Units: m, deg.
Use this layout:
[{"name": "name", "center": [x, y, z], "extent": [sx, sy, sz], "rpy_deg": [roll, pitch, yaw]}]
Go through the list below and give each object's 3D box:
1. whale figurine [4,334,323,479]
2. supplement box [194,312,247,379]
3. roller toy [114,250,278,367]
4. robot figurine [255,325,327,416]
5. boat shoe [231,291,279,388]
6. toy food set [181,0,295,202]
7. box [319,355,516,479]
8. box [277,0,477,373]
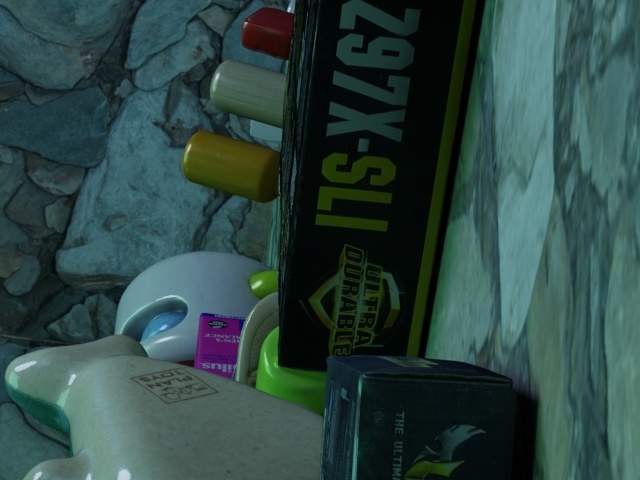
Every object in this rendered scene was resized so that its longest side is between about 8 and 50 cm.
[{"name": "whale figurine", "center": [-0.092, 0.156, 1.138], "extent": [0.272, 0.216, 0.141], "rpy_deg": [32, 122, 42]}, {"name": "supplement box", "center": [-0.059, 0.159, 1.611], "extent": [0.220, 0.111, 0.114], "rpy_deg": [-96, 12, -68]}, {"name": "roller toy", "center": [-0.109, 0.122, 1.808], "extent": [0.146, 0.191, 0.209], "rpy_deg": [-90, 6, -45]}, {"name": "robot figurine", "center": [-0.012, 0.102, 1.309], "extent": [0.115, 0.067, 0.101], "rpy_deg": [99, 180, -49]}, {"name": "boat shoe", "center": [-0.039, 0.181, 1.423], "extent": [0.092, 0.102, 0.285], "rpy_deg": [64, -146, -86]}, {"name": "toy food set", "center": [-0.004, -0.113, 1.395], "extent": [0.232, 0.104, 0.111], "rpy_deg": [-43, -34, -56]}, {"name": "box", "center": [0.027, 0.161, 0.691], "extent": [0.183, 0.059, 0.233], "rpy_deg": [149, 125, -85]}, {"name": "box", "center": [0.028, -0.130, 0.943], "extent": [0.257, 0.079, 0.322], "rpy_deg": [-88, 4, -59]}]
